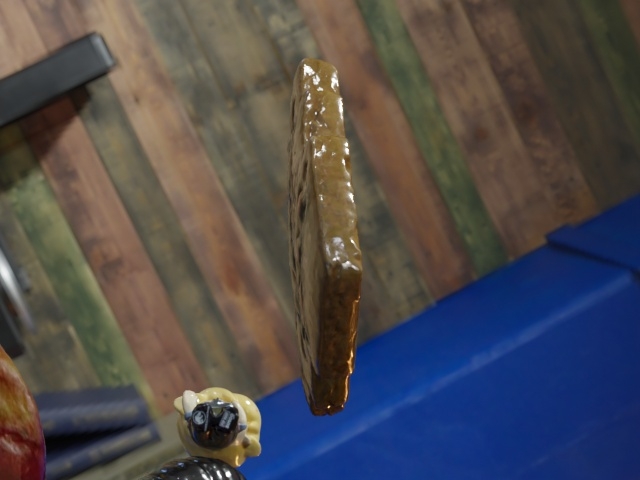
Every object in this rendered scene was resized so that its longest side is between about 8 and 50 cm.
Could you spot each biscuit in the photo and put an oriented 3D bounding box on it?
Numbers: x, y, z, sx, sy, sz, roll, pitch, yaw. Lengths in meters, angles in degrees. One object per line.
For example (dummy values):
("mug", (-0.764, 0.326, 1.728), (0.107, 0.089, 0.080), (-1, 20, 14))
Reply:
("biscuit", (-0.001, 0.000, 0.942), (0.301, 0.043, 0.278), (-164, -108, -88))

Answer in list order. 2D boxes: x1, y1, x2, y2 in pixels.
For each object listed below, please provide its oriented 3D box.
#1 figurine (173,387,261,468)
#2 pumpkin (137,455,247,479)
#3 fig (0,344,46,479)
("figurine", (-0.138, 0.237, 1.720), (0.196, 0.114, 0.108), (88, 0, -73))
("pumpkin", (-0.154, 0.342, 1.510), (0.150, 0.194, 0.194), (14, -34, 20))
("fig", (-0.273, 0.148, 0.806), (0.224, 0.224, 0.263), (-129, -149, -46))
